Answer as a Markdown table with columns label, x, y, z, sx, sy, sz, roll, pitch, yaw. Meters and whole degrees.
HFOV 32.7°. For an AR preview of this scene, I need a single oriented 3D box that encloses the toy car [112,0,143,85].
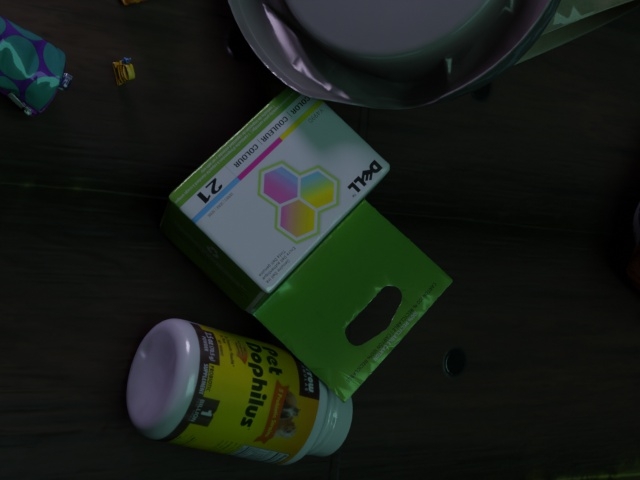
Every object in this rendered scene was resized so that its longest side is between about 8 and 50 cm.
| label | x | y | z | sx | sy | sz | roll | pitch | yaw |
| --- | --- | --- | --- | --- | --- | --- | --- | --- | --- |
| toy car | -0.163 | -0.208 | 1.039 | 0.060 | 0.040 | 0.122 | -2 | 95 | -34 |

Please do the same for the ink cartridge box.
| label | x | y | z | sx | sy | sz | roll | pitch | yaw |
| --- | --- | --- | --- | --- | --- | --- | --- | --- | --- |
| ink cartridge box | 0.000 | 0.000 | 1.073 | 0.255 | 0.097 | 0.189 | 43 | 68 | 2 |

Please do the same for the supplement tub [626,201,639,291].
| label | x | y | z | sx | sy | sz | roll | pitch | yaw |
| --- | --- | --- | --- | --- | --- | --- | --- | --- | --- |
| supplement tub | 0.549 | -0.070 | 1.442 | 0.207 | 0.207 | 0.338 | 40 | 72 | -30 |

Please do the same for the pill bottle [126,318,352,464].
| label | x | y | z | sx | sy | sz | roll | pitch | yaw |
| --- | --- | --- | --- | --- | --- | --- | --- | --- | --- |
| pill bottle | -0.075 | 0.156 | 1.086 | 0.215 | 0.117 | 0.117 | 19 | 83 | -34 |

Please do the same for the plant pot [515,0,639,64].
| label | x | y | z | sx | sy | sz | roll | pitch | yaw |
| --- | --- | --- | --- | --- | --- | --- | --- | --- | --- |
| plant pot | 0.179 | -0.331 | 1.164 | 0.256 | 0.256 | 0.274 | -22 | 90 | -31 |

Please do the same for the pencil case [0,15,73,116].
| label | x | y | z | sx | sy | sz | roll | pitch | yaw |
| --- | --- | --- | --- | --- | --- | --- | --- | --- | --- |
| pencil case | -0.294 | -0.163 | 0.939 | 0.151 | 0.064 | 0.070 | 24 | 64 | -33 |

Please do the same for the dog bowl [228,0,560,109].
| label | x | y | z | sx | sy | sz | roll | pitch | yaw |
| --- | --- | --- | --- | --- | --- | --- | --- | --- | --- |
| dog bowl | 0.080 | -0.286 | 1.036 | 0.102 | 0.348 | 0.349 | 8 | 90 | -65 |
